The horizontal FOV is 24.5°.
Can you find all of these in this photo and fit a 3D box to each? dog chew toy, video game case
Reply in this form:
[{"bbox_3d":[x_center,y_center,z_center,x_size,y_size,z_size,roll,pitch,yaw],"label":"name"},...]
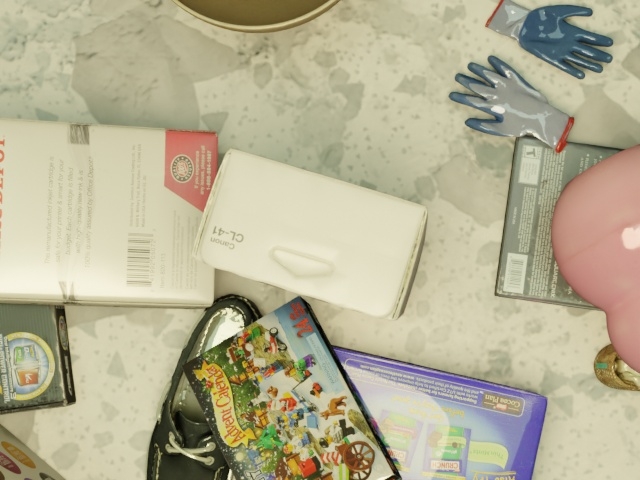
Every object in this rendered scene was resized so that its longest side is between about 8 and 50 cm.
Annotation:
[{"bbox_3d":[0.395,0.060,1.626,0.207,0.206,0.331,-27,80,1],"label":"dog chew toy"},{"bbox_3d":[0.357,-0.011,1.756,0.274,0.026,0.196,8,87,3],"label":"video game case"}]

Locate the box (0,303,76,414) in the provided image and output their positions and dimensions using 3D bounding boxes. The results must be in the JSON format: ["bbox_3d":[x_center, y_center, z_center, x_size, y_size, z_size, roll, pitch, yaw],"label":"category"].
[{"bbox_3d":[-0.420,0.080,1.774,0.216,0.060,0.270,-7,86,3],"label":"box"}]

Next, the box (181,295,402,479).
[{"bbox_3d":[-0.034,0.200,1.623,0.159,0.044,0.233,-31,67,5],"label":"box"}]

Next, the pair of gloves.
[{"bbox_3d":[0.255,-0.206,1.767,0.159,0.023,0.198,27,80,9],"label":"pair of gloves"}]

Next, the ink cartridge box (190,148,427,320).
[{"bbox_3d":[0.000,0.000,1.633,0.226,0.306,0.131,16,87,4],"label":"ink cartridge box"}]

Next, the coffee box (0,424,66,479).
[{"bbox_3d":[-0.391,0.437,1.614,0.334,0.337,0.338,40,90,5],"label":"coffee box"}]

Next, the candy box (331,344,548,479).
[{"bbox_3d":[0.096,0.303,1.705,0.268,0.122,0.317,13,87,3],"label":"candy box"}]

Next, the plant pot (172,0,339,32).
[{"bbox_3d":[-0.067,-0.367,1.714,0.284,0.191,0.284,0,86,3],"label":"plant pot"}]

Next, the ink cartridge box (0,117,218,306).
[{"bbox_3d":[-0.267,-0.028,1.701,0.283,0.117,0.207,3,84,-14],"label":"ink cartridge box"}]

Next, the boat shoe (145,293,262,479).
[{"bbox_3d":[-0.144,0.209,1.736,0.114,0.091,0.302,11,87,4],"label":"boat shoe"}]

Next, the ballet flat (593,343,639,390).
[{"bbox_3d":[0.426,0.151,1.722,0.206,0.067,0.073,-3,86,2],"label":"ballet flat"}]
